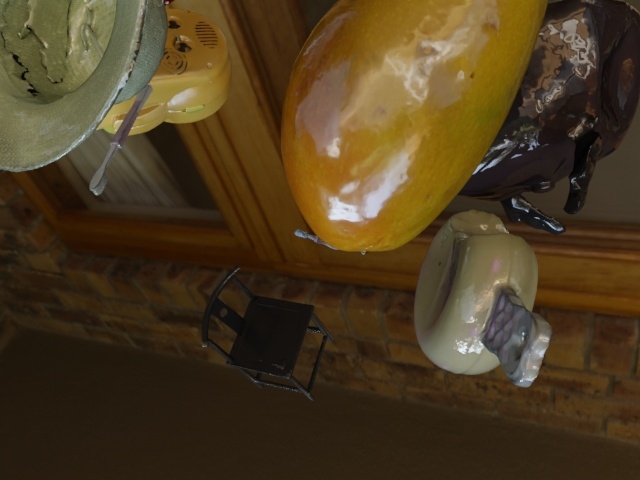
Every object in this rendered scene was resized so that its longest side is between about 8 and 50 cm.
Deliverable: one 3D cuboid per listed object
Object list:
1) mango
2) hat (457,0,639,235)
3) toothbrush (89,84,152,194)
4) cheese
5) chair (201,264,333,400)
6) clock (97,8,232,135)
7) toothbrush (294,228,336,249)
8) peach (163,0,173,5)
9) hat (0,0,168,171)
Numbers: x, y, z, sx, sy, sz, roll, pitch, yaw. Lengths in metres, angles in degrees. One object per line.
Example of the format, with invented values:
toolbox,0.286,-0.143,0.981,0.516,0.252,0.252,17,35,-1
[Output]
mango,0.060,-0.111,0.415,0.254,0.138,0.113,-60,-163,6
hat,0.149,-0.098,0.612,0.335,0.238,0.209,0,-105,-9
toothbrush,-0.254,-0.134,0.825,0.014,0.017,0.195,1,-126,16
cheese,0.154,0.058,0.593,0.082,0.163,0.286,15,-174,-4
chair,-0.091,0.176,1.177,0.141,0.260,0.155,7,-117,24
clock,-0.341,-0.364,1.353,0.316,0.200,0.244,-15,-109,-18
toothbrush,0.000,0.000,1.197,0.019,0.193,0.013,23,-89,26
peach,-0.226,-0.346,0.711,0.197,0.197,0.197,-11,-136,11
hat,-0.207,-0.180,0.535,0.257,0.258,0.130,1,-178,23
